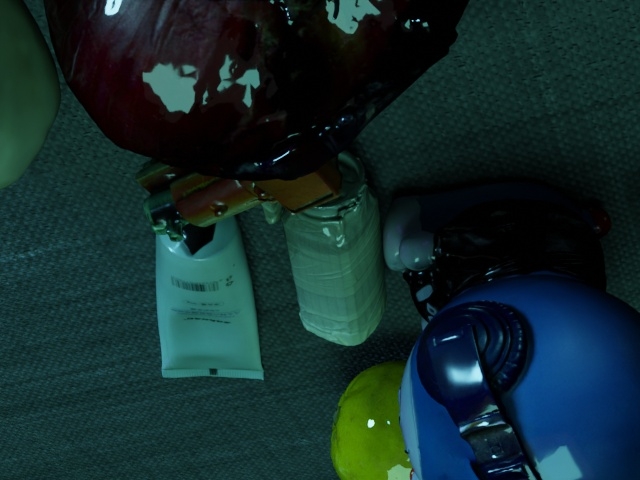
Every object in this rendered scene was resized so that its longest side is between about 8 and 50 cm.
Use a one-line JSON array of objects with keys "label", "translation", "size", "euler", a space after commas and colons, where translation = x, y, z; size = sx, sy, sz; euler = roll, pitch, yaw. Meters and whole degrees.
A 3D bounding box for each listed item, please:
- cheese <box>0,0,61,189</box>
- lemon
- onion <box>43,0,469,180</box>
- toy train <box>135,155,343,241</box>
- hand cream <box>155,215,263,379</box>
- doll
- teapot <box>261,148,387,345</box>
[{"label": "cheese", "translation": [-0.339, -0.188, 0.661], "size": [0.351, 0.129, 0.328], "euler": [16, 143, 19]}, {"label": "lemon", "translation": [0.106, 0.207, 1.238], "size": [0.207, 0.170, 0.170], "euler": [16, 140, -21]}, {"label": "onion", "translation": [-0.029, -0.160, 0.730], "size": [0.281, 0.221, 0.281], "euler": [-21, 156, -10]}, {"label": "toy train", "translation": [-0.068, -0.060, 0.929], "size": [0.176, 0.118, 0.074], "euler": [-22, 134, 24]}, {"label": "hand cream", "translation": [-0.111, 0.068, 1.155], "size": [0.109, 0.067, 0.320], "euler": [1, 147, -2]}, {"label": "doll", "translation": [0.171, 0.109, 0.988], "size": [0.240, 0.309, 0.284], "euler": [-24, 136, 26]}, {"label": "teapot", "translation": [0.000, 0.000, 1.048], "size": [0.107, 0.077, 0.200], "euler": [23, 148, 22]}]
